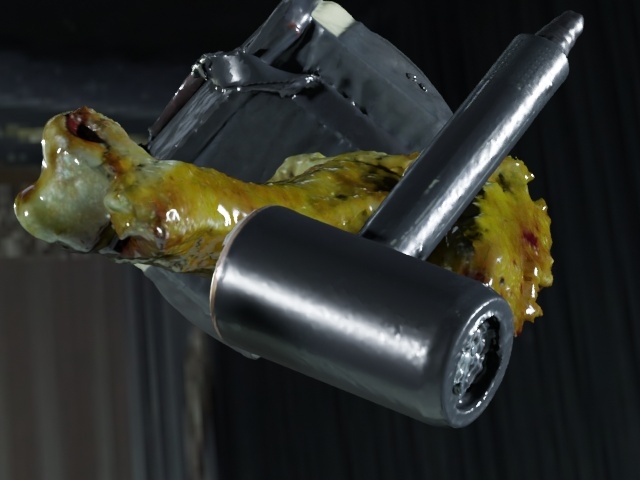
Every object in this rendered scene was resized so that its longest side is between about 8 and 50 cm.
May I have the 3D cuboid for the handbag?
[{"bbox_3d":[-0.038,-0.057,1.437,0.254,0.181,0.181,-48,4,5],"label":"handbag"}]

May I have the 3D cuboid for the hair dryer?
[{"bbox_3d":[0.072,-0.027,0.909,0.128,0.255,0.070,23,-33,30],"label":"hair dryer"}]

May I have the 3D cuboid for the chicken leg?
[{"bbox_3d":[0.012,0.010,1.097,0.211,0.140,0.361,12,6,31],"label":"chicken leg"}]
